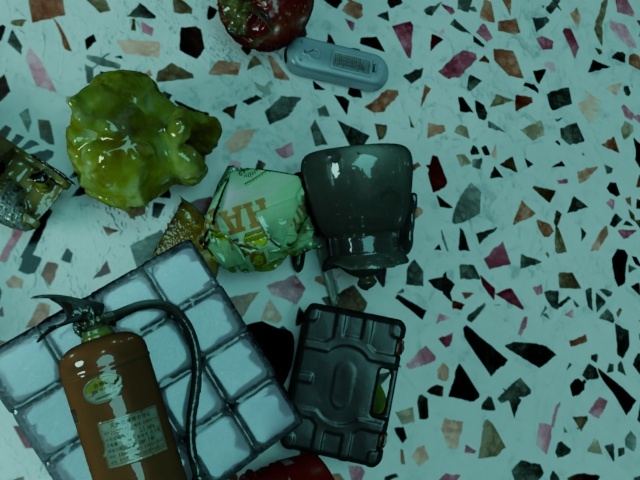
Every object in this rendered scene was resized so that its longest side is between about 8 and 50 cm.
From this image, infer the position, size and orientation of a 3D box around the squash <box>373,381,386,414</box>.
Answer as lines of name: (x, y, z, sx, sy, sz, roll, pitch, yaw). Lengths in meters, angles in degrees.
squash: (0.068, 0.269, 1.321, 0.066, 0.066, 0.201, -30, 83, -22)

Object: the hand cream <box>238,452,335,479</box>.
hand cream: (-0.046, 0.503, 1.148, 0.150, 0.230, 0.230, -9, 83, -20)

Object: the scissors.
scissors: (0.000, 0.000, 1.358, 0.109, 0.022, 0.299, -13, 89, -48)

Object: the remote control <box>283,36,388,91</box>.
remote control: (0.039, -0.395, 1.448, 0.245, 0.047, 0.087, 8, 80, -16)

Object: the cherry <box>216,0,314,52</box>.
cherry: (-0.101, -0.505, 1.352, 0.192, 0.175, 0.249, 31, 60, 19)

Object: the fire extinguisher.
fire extinguisher: (-0.239, 0.230, 0.856, 0.200, 0.113, 0.375, -15, 85, -63)

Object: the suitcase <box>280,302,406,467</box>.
suitcase: (0.044, 0.277, 1.255, 0.207, 0.066, 0.285, 10, 85, 6)

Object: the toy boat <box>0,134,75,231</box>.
toy boat: (-0.651, -0.178, 1.106, 0.446, 0.162, 0.135, 35, 73, -10)

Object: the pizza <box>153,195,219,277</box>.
pizza: (-0.265, 0.009, 1.265, 0.131, 0.041, 0.178, -35, 94, -28)

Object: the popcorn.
popcorn: (-0.327, -0.177, 1.183, 0.277, 0.225, 0.276, 2, 82, -16)

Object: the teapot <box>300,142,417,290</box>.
teapot: (0.087, -0.043, 1.330, 0.224, 0.305, 0.284, -4, 91, 10)

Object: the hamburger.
hamburger: (-0.109, -0.028, 1.259, 0.235, 0.125, 0.214, 14, 66, -7)

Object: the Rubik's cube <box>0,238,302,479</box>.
Rubik's cube: (-0.285, 0.243, 1.056, 0.344, 0.337, 0.344, -31, 92, -21)

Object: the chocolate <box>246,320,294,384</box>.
chocolate: (-0.120, 0.210, 1.252, 0.125, 0.080, 0.148, -45, 113, -35)

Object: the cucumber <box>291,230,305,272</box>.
cucumber: (-0.047, -0.024, 1.353, 0.036, 0.033, 0.184, 5, 77, -44)
